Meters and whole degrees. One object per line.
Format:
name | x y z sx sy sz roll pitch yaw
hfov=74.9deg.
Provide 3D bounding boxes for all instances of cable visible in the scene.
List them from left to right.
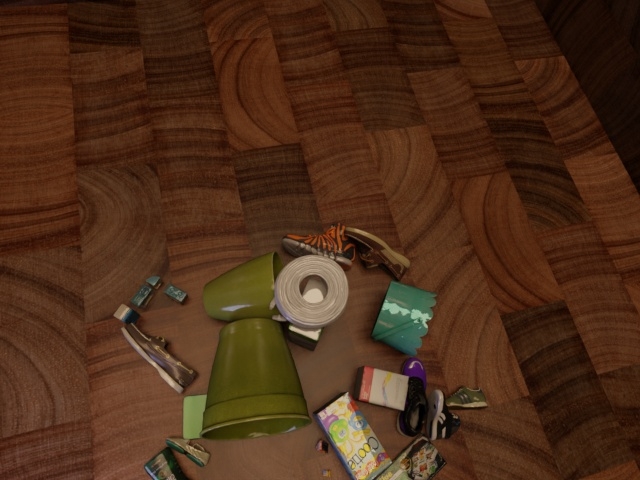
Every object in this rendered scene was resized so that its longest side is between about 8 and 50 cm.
cable | -0.029 0.170 1.428 0.256 0.089 0.257 15 68 1

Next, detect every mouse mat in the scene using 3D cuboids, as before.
mouse mat | -0.410 0.643 1.539 0.189 0.007 0.153 -3 69 -7

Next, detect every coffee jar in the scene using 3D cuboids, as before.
coffee jar | -0.511 0.810 1.422 0.096 0.079 0.184 -37 78 -19

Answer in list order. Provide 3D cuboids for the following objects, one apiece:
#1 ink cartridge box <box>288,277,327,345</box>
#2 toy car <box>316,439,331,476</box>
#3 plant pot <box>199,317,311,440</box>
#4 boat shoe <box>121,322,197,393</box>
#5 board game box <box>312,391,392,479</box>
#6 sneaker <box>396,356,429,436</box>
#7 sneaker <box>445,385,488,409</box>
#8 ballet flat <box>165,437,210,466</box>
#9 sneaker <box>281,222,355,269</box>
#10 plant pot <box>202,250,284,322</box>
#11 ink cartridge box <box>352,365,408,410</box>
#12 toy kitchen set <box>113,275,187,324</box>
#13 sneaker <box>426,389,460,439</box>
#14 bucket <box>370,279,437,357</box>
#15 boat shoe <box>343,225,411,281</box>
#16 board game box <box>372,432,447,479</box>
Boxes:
ink cartridge box | -0.034 0.287 1.580 0.116 0.278 0.202 21 68 4
toy car | 0.006 0.790 1.513 0.040 0.060 0.122 -15 61 21
plant pot | -0.233 0.476 1.466 0.365 0.367 0.353 -4 59 -9
boat shoe | -0.597 0.416 1.546 0.324 0.117 0.096 43 65 5
board game box | 0.109 0.708 1.509 0.142 0.144 0.275 -29 76 -17
sneaker | 0.366 0.592 1.586 0.102 0.146 0.294 11 68 -3
sneaker | 0.557 0.619 1.653 0.191 0.064 0.086 1 54 -2
ballet flat | -0.467 0.735 1.479 0.168 0.057 0.052 33 42 2
sneaker | 0.000 0.000 1.791 0.320 0.124 0.180 19 63 -12
plant pot | -0.287 0.202 1.608 0.293 0.275 0.275 -11 70 5
ink cartridge box | 0.228 0.562 1.589 0.176 0.128 0.128 14 68 -2
toy kitchen set | -0.638 0.249 1.596 0.166 0.122 0.207 29 68 4
sneaker | 0.472 0.649 1.579 0.121 0.079 0.217 -2 111 -13
bucket | 0.319 0.298 1.632 0.182 0.281 0.281 20 68 10
boat shoe | 0.226 0.062 1.759 0.341 0.123 0.123 33 81 -22
board game box | 0.331 0.855 1.545 0.259 0.030 0.136 -34 79 -18
